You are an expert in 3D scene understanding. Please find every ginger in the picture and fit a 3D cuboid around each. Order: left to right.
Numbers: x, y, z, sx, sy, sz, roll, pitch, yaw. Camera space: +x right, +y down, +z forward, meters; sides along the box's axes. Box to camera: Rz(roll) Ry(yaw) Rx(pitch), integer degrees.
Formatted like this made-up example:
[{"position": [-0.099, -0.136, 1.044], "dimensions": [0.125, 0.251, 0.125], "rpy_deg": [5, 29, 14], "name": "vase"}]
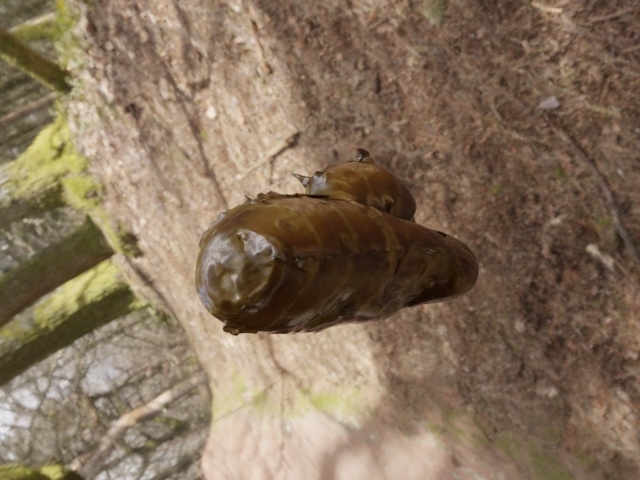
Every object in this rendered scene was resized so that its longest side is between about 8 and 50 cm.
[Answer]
[{"position": [0.000, 0.000, 0.985], "dimensions": [0.254, 0.418, 0.176], "rpy_deg": [47, 127, 31], "name": "ginger"}]
